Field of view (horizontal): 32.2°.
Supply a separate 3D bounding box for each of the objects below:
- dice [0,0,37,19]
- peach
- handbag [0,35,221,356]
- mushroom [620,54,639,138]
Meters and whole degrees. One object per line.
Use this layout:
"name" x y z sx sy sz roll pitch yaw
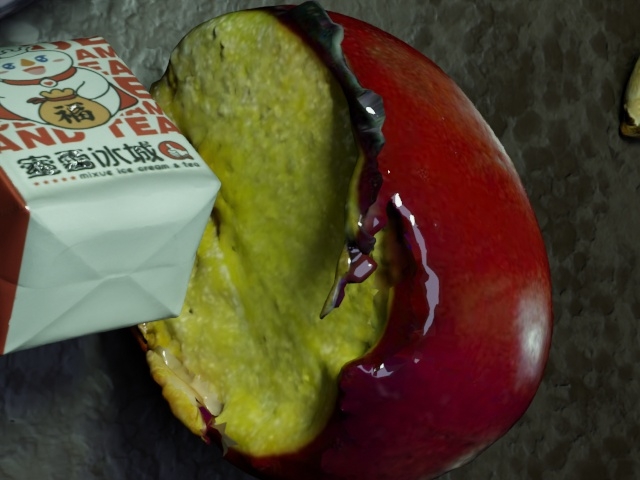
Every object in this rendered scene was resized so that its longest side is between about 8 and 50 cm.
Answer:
"dice" -0.270 -0.320 0.845 0.271 0.270 0.270 -38 105 -27
"peach" 0.000 0.000 0.958 0.417 0.339 0.353 57 32 -13
"handbag" -0.226 -0.069 0.870 0.171 0.298 0.151 -10 137 -37
"mushroom" 0.493 -0.275 1.309 0.301 0.208 0.233 -44 124 -29
